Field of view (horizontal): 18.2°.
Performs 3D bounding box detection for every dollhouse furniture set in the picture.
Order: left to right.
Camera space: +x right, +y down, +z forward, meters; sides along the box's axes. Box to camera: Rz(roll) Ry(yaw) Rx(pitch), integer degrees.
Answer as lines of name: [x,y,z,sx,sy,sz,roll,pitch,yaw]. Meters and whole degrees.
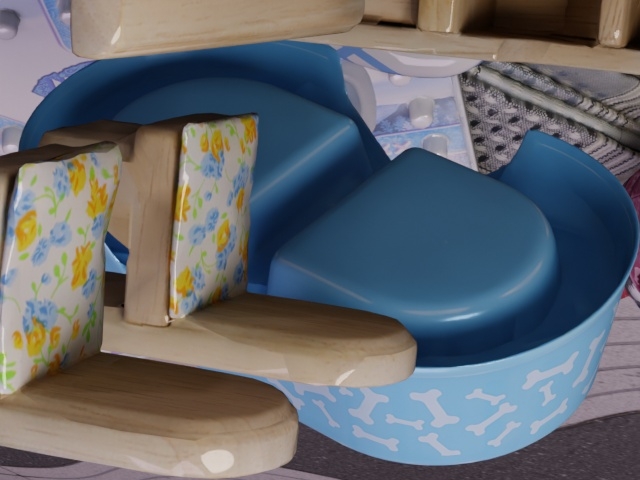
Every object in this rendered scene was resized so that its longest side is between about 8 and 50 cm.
dollhouse furniture set: [0.038,-0.131,0.719,0.256,0.362,0.394,8,-170,18]

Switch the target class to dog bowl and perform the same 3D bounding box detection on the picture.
dog bowl: [0.000,0.000,0.885,0.297,0.166,0.074,25,138,32]

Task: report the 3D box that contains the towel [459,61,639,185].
towel: [0.060,-0.038,1.272,0.312,0.056,0.324,24,136,-30]

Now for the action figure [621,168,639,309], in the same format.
action figure: [0.263,-0.006,1.107,0.275,0.248,0.370,24,156,-32]

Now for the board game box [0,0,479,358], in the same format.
board game box: [-0.100,-0.021,1.208,0.390,0.050,0.390,-8,145,8]

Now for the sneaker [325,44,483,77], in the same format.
sneaker: [-0.015,-0.157,0.981,0.237,0.085,0.086,36,-172,-1]
